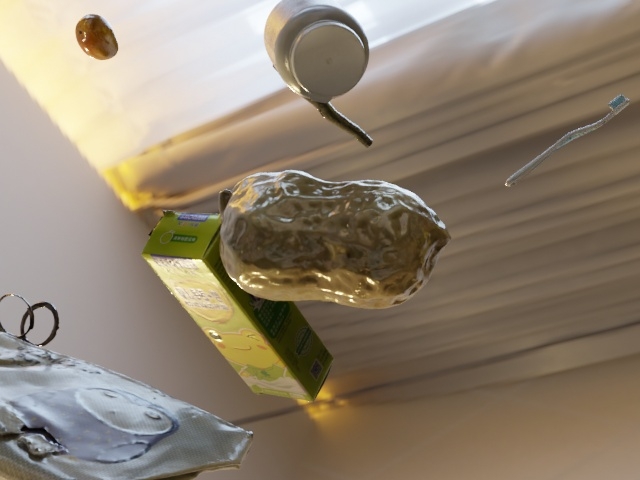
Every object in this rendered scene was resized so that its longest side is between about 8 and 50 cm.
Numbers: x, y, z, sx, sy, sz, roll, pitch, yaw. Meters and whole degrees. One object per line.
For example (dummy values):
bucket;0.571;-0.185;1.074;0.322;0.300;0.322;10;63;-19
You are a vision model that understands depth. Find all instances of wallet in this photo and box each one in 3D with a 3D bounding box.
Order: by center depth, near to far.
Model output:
wallet;-0.245;0.154;1.172;0.275;0.335;0.068;-22;-51;-62

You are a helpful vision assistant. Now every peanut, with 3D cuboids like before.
peanut;-0.008;0.005;1.374;0.159;0.291;0.143;-43;-52;-37

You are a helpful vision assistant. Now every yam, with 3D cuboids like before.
yam;0.005;-0.211;2.004;0.234;0.027;0.029;38;-174;-35

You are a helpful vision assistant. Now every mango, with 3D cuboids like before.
mango;-0.327;-0.298;1.883;0.089;0.046;0.060;37;-105;-56

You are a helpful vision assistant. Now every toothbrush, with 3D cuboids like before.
toothbrush;0.272;-0.107;1.404;0.017;0.162;0.014;55;-175;27

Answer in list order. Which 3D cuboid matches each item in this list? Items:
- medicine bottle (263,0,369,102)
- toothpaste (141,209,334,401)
medicine bottle;-0.004;-0.219;1.442;0.107;0.107;0.191;59;-178;-20
toothpaste;-0.103;0.092;1.689;0.077;0.110;0.327;-61;-43;-28
